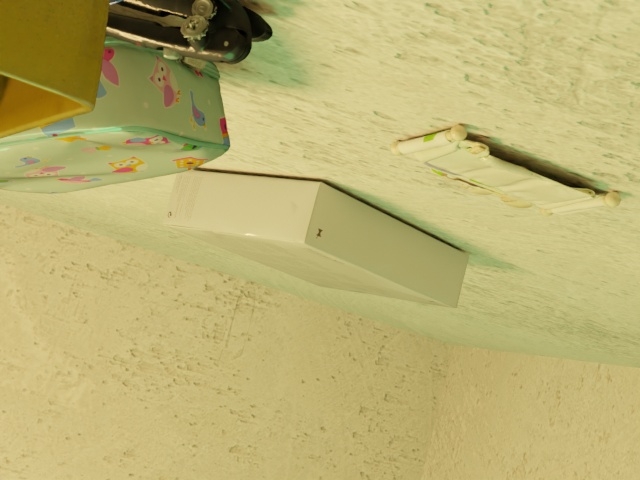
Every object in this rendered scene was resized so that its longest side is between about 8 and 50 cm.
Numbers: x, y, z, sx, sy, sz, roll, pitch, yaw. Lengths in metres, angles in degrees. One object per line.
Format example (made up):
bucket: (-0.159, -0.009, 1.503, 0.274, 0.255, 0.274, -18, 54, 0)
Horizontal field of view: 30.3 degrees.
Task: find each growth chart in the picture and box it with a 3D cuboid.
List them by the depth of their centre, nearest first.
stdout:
growth chart: (0.189, -0.066, 1.227, 0.237, 0.021, 0.172, 19, 172, -26)

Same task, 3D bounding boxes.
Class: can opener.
can opener: (-0.133, -0.175, 0.934, 0.186, 0.059, 0.073, 12, 172, 17)

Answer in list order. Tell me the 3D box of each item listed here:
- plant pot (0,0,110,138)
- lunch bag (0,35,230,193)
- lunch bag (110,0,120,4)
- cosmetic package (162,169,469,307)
plant pot: (-0.218, -0.180, 0.600, 0.212, 0.187, 0.212, 18, 171, -28)
lunch bag: (-0.233, -0.117, 1.077, 0.279, 0.107, 0.224, -8, 171, 21)
lunch bag: (-0.165, -0.198, 0.803, 0.098, 0.067, 0.065, 7, 169, 38)
cosmetic package: (0.000, 0.000, 1.760, 0.284, 0.097, 0.377, 10, 171, 41)
